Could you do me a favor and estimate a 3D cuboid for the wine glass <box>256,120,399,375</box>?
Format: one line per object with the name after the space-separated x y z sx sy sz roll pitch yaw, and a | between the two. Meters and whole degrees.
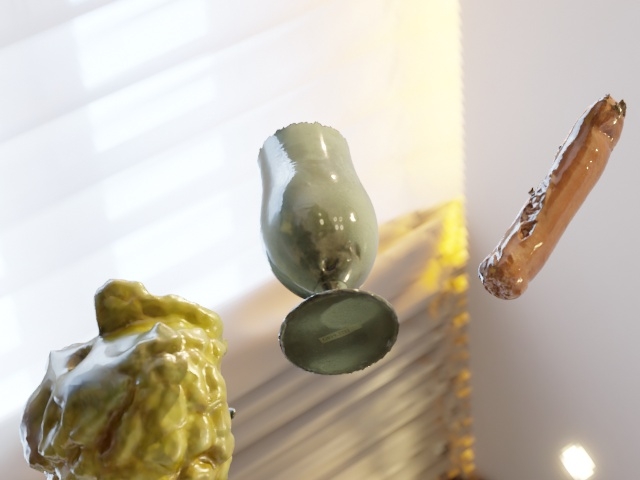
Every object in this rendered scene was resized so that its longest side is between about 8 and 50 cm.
0.000 0.000 1.245 0.202 0.093 0.093 -103 -167 -46 | wine glass

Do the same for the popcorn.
-0.150 0.147 1.387 0.169 0.189 0.218 36 -42 -29 | popcorn

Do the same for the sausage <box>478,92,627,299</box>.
0.154 -0.028 1.067 0.036 0.158 0.042 38 -15 -14 | sausage
